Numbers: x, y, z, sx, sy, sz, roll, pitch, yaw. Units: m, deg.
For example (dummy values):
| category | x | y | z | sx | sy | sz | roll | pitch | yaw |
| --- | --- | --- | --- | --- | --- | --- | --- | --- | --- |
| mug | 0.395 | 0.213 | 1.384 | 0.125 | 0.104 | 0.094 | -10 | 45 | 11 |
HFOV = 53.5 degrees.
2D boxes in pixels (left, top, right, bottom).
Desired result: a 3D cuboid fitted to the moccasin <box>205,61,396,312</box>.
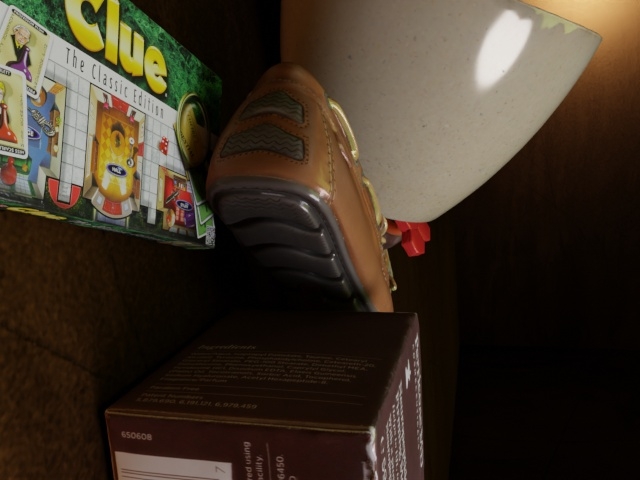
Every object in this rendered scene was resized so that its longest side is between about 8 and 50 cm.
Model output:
| category | x | y | z | sx | sy | sz | roll | pitch | yaw |
| --- | --- | --- | --- | --- | --- | --- | --- | --- | --- |
| moccasin | -0.003 | 0.000 | 0.592 | 0.380 | 0.139 | 0.146 | 63 | 34 | -54 |

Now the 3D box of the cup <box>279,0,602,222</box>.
| category | x | y | z | sx | sy | sz | roll | pitch | yaw |
| --- | --- | --- | --- | --- | --- | --- | --- | --- | --- |
| cup | 0.091 | -0.161 | 0.695 | 0.331 | 0.331 | 0.236 | -49 | 160 | -67 |

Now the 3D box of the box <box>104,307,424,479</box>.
| category | x | y | z | sx | sy | sz | roll | pitch | yaw |
| --- | --- | --- | --- | --- | --- | --- | --- | --- | --- |
| box | -0.020 | 0.157 | 0.459 | 0.203 | 0.167 | 0.168 | -39 | 127 | -70 |

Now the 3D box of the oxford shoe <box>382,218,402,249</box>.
| category | x | y | z | sx | sy | sz | roll | pitch | yaw |
| --- | --- | --- | --- | --- | --- | --- | --- | --- | --- |
| oxford shoe | 0.115 | -0.110 | 1.140 | 0.098 | 0.097 | 0.271 | 118 | -19 | -54 |

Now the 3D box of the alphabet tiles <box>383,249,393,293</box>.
| category | x | y | z | sx | sy | sz | roll | pitch | yaw |
| --- | --- | --- | --- | --- | --- | --- | --- | --- | --- |
| alphabet tiles | 0.105 | 0.152 | 1.183 | 0.285 | 0.011 | 0.342 | 71 | 24 | -47 |

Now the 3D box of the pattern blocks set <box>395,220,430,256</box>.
| category | x | y | z | sx | sy | sz | roll | pitch | yaw |
| --- | --- | --- | --- | --- | --- | --- | --- | --- | --- |
| pattern blocks set | 0.126 | -0.155 | 1.047 | 0.285 | 0.026 | 0.324 | 54 | 37 | -20 |

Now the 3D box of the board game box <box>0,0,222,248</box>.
| category | x | y | z | sx | sy | sz | roll | pitch | yaw |
| --- | --- | --- | --- | --- | --- | --- | --- | --- | --- |
| board game box | -0.124 | -0.074 | 0.363 | 0.260 | 0.031 | 0.136 | 20 | 68 | -73 |
